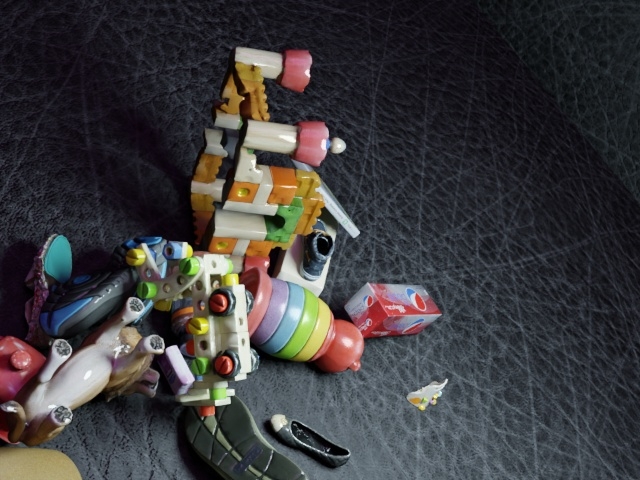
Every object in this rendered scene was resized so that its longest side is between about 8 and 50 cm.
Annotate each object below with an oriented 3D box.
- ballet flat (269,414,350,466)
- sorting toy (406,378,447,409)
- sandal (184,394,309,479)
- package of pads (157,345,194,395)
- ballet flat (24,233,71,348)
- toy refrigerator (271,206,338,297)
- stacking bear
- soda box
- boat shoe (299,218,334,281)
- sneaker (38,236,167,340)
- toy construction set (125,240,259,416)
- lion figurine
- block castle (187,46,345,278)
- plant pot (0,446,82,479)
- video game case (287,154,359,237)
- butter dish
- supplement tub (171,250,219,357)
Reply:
[{"bbox_3d":[-0.019,0.380,1.679,0.173,0.049,0.057,30,40,-9],"label":"ballet flat"},{"bbox_3d":[0.243,0.329,1.896,0.083,0.075,0.045,-15,62,-43],"label":"sorting toy"},{"bbox_3d":[-0.136,0.390,1.552,0.120,0.086,0.303,-37,60,-19],"label":"sandal"},{"bbox_3d":[-0.270,0.244,1.625,0.032,0.050,0.083,-11,60,-42],"label":"package of pads"},{"bbox_3d":[-0.503,0.092,1.581,0.091,0.077,0.241,57,17,-49],"label":"ballet flat"},{"bbox_3d":[-0.036,0.028,1.969,0.102,0.094,0.269,24,40,-10],"label":"toy refrigerator"},{"bbox_3d":[-0.042,0.181,1.771,0.289,0.164,0.175,27,28,-23],"label":"stacking bear"},{"bbox_3d":[0.164,0.156,1.939,0.263,0.083,0.092,6,46,-56],"label":"soda box"},{"bbox_3d":[0.000,0.000,1.880,0.065,0.083,0.183,20,41,-15],"label":"boat shoe"},{"bbox_3d":[-0.369,0.110,1.579,0.341,0.125,0.140,-42,127,-57],"label":"sneaker"},{"bbox_3d":[-0.213,0.155,1.501,0.151,0.215,0.328,-26,106,-61],"label":"toy construction set"},{"bbox_3d":[-0.390,0.229,1.380,0.142,0.240,0.392,55,35,8],"label":"lion figurine"},{"bbox_3d":[-0.121,-0.145,1.795,0.213,0.453,0.303,7,48,-21],"label":"block castle"},{"bbox_3d":[-0.471,0.393,1.234,0.237,0.237,0.254,52,27,17],"label":"plant pot"},{"bbox_3d":[-0.005,-0.121,1.961,0.193,0.023,0.212,47,7,-45],"label":"video game case"},{"bbox_3d":[-0.505,0.222,1.424,0.160,0.118,0.160,36,41,-2],"label":"butter dish"},{"bbox_3d":[-0.241,0.127,1.708,0.106,0.106,0.198,13,54,-26],"label":"supplement tub"}]
